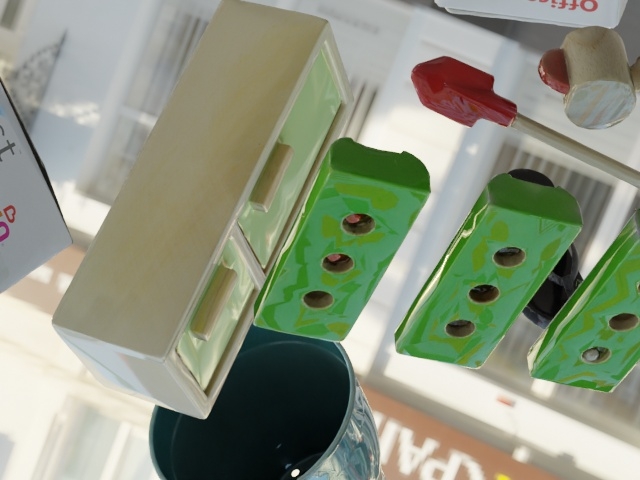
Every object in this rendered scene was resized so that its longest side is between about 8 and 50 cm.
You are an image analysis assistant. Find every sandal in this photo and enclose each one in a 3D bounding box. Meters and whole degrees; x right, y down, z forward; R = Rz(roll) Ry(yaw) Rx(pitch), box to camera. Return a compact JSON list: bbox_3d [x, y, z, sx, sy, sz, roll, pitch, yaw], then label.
[{"bbox_3d":[0.274,0.007,1.736,0.097,0.054,0.254,0,-127,-16],"label":"sandal"}]

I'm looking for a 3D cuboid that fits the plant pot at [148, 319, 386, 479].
[{"bbox_3d":[-0.040,0.277,1.775,0.272,0.271,0.255,28,159,41],"label":"plant pot"}]

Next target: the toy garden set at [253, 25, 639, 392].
[{"bbox_3d":[0.118,-0.018,0.594,0.244,0.204,0.049,12,-132,-15],"label":"toy garden set"}]

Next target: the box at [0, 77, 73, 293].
[{"bbox_3d":[-0.313,0.016,0.750,0.262,0.126,0.231,-15,-165,29],"label":"box"}]

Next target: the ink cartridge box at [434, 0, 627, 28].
[{"bbox_3d":[0.175,-0.291,1.124,0.160,0.219,0.092,11,-133,17],"label":"ink cartridge box"}]

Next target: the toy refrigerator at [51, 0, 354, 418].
[{"bbox_3d":[-0.069,-0.025,0.957,0.094,0.269,0.102,16,155,21],"label":"toy refrigerator"}]
